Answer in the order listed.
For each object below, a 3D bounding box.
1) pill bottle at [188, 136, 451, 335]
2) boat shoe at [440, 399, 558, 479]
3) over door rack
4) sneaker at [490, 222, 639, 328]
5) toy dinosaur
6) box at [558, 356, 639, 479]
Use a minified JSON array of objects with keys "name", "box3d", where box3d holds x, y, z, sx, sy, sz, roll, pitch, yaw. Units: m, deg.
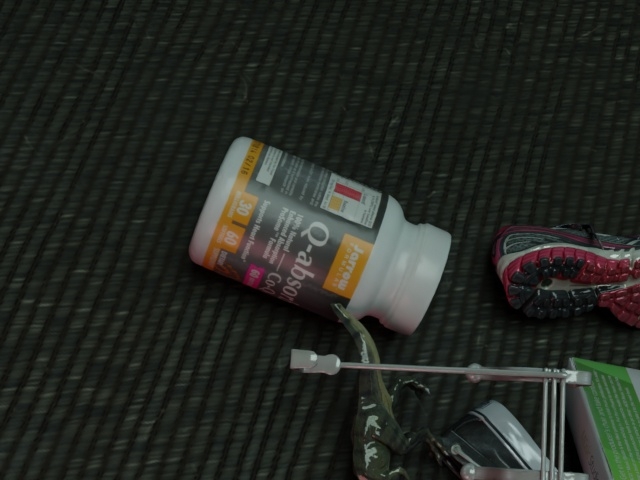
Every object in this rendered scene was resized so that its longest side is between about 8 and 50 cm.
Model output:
[{"name":"pill bottle","box3d":[0.000,0.000,1.443,0.278,0.162,0.162,22,62,-2]},{"name":"boat shoe","box3d":[0.245,0.322,1.377,0.105,0.113,0.306,-32,73,-18]},{"name":"over door rack","box3d":[0.119,0.243,1.313,0.324,0.108,0.240,4,79,1]},{"name":"sneaker","box3d":[0.359,0.028,1.549,0.299,0.121,0.112,7,32,-19]},{"name":"toy dinosaur","box3d":[0.077,0.202,1.386,0.118,0.064,0.268,0,82,-30]},{"name":"box","box3d":[0.451,0.250,1.432,0.321,0.059,0.232,13,30,-9]}]
